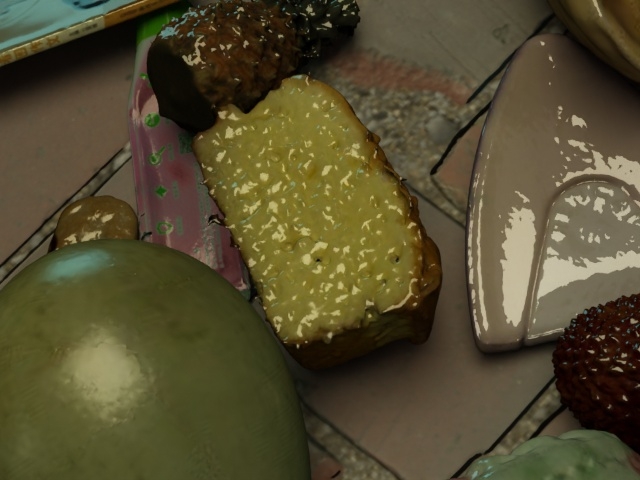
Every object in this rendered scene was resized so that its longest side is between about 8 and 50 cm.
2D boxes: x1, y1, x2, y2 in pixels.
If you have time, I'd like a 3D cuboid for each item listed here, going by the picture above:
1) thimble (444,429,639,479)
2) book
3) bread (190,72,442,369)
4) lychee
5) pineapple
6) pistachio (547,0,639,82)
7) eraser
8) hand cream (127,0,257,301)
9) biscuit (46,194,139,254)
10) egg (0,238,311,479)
[{"bbox_3d":[0.148,0.218,0.992,0.211,0.185,0.149,-14,60,-30],"label":"thimble"},{"bbox_3d":[-0.258,-0.223,1.336,0.295,0.020,0.208,-20,45,-1],"label":"book"},{"bbox_3d":[0.000,0.000,1.145,0.143,0.139,0.229,-23,57,-3],"label":"bread"},{"bbox_3d":[0.225,0.090,1.074,0.129,0.123,0.123,27,71,18],"label":"lychee"},{"bbox_3d":[-0.042,-0.159,1.236,0.198,0.108,0.108,-33,61,-30],"label":"pineapple"},{"bbox_3d":[0.263,-0.249,1.180,0.229,0.238,0.321,-37,33,33],"label":"pistachio"},{"bbox_3d":[0.196,-0.044,1.179,0.204,0.059,0.243,-11,65,4],"label":"eraser"},{"bbox_3d":[-0.110,-0.070,1.257,0.079,0.050,0.275,-21,65,27],"label":"hand cream"},{"bbox_3d":[-0.186,0.028,1.229,0.071,0.018,0.147,6,63,9],"label":"biscuit"},{"bbox_3d":[-0.115,0.140,1.043,0.218,0.218,0.295,-27,92,-5],"label":"egg"}]
